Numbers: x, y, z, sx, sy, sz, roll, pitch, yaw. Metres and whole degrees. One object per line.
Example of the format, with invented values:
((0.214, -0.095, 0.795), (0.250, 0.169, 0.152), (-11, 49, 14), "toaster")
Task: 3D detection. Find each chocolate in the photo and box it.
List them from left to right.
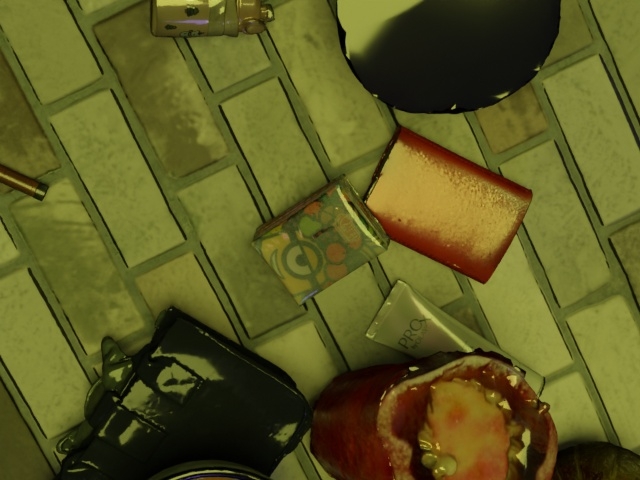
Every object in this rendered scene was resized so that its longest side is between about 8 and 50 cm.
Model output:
((0.137, -0.292, 1.329), (0.284, 0.186, 0.283), (-3, 109, -9), "chocolate")

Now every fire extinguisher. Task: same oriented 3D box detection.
((-0.385, -0.078, 1.380), (0.083, 0.022, 0.028), (26, 132, -9), "fire extinguisher")

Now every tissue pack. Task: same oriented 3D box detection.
((0.000, 0.000, 1.400), (0.148, 0.060, 0.108), (-32, 104, 21), "tissue pack")

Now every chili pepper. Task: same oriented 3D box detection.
((0.131, 0.236, 1.379), (0.252, 0.305, 0.229), (-6, 92, -18), "chili pepper")

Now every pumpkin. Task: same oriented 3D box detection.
((0.374, 0.372, 1.486), (0.219, 0.162, 0.218), (4, 101, 19), "pumpkin")

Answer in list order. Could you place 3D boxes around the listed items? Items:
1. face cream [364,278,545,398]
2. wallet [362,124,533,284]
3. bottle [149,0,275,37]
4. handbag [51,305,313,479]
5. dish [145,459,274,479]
((0.187, 0.149, 1.474), (0.244, 0.058, 0.092), (29, 99, -4), "face cream")
((0.161, -0.046, 1.441), (0.204, 0.045, 0.142), (25, 95, -10), "wallet")
((-0.133, -0.296, 1.346), (0.152, 0.099, 0.098), (-2, 99, -10), "bottle")
((-0.203, 0.260, 1.412), (0.269, 0.118, 0.325), (35, 93, -18), "handbag")
((-0.145, 0.384, 1.334), (0.303, 0.120, 0.302), (-3, 104, -11), "dish")
